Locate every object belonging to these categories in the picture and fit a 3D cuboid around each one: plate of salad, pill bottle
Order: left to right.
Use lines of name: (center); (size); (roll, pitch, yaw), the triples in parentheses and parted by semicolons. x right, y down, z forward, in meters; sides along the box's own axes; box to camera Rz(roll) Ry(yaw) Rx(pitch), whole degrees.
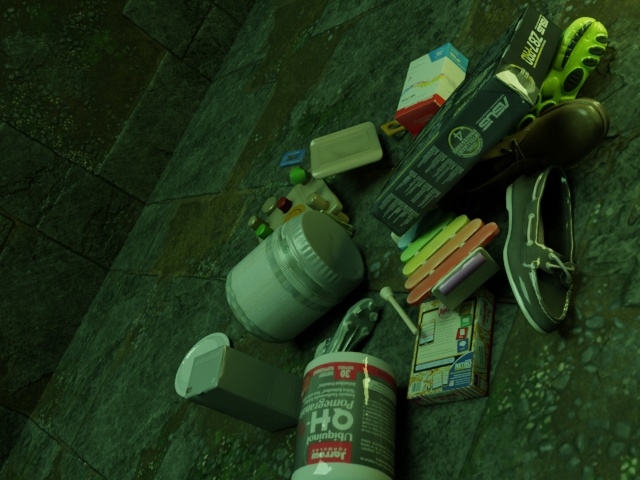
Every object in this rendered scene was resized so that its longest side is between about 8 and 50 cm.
plate of salad: (-0.315, 0.339, 1.946); (0.200, 0.048, 0.199); (-29, 34, 23)
pill bottle: (0.042, 0.369, 1.246); (0.176, 0.176, 0.318); (-32, 37, 37)

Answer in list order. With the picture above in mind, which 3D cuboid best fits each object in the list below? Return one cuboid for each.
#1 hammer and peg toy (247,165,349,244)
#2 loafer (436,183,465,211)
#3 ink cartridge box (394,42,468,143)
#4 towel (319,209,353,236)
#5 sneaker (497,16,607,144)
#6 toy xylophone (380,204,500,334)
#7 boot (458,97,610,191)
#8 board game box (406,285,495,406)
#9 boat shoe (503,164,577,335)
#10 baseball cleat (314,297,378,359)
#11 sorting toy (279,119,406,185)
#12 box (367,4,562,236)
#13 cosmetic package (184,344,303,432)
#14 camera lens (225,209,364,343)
hammer and peg toy: (-0.073, -0.082, 1.921); (0.266, 0.127, 0.361); (-49, 30, 13)
loafer: (0.267, -0.108, 1.518); (0.148, 0.050, 0.056); (-41, 32, 25)
ink cartridge box: (0.264, -0.346, 1.733); (0.134, 0.078, 0.230); (-18, 47, 49)
towel: (0.000, 0.000, 1.752); (0.148, 0.110, 0.027); (-50, 28, 18)
sneaker: (0.448, -0.293, 1.407); (0.295, 0.109, 0.123); (-53, 1, 14)
toy xylophone: (0.211, 0.046, 1.352); (0.236, 0.081, 0.323); (-45, 20, -1)
boot: (0.376, -0.156, 1.302); (0.115, 0.112, 0.305); (-27, 0, -39)
board game box: (0.232, 0.188, 1.276); (0.147, 0.045, 0.193); (-23, 43, 45)
boat shoe: (0.372, -0.001, 1.191); (0.095, 0.112, 0.335); (-38, 30, 38)
baseball cleat: (0.043, 0.205, 1.519); (0.205, 0.072, 0.109); (-57, 22, -8)
sorting toy: (0.067, -0.221, 1.832); (0.348, 0.047, 0.196); (-17, 32, 8)
box: (0.273, -0.224, 1.373); (0.395, 0.097, 0.318); (-49, 4, 44)
cosmetic package: (-0.151, 0.318, 1.523); (0.127, 0.238, 0.107); (-26, 41, 41)
camera lens: (-0.065, 0.088, 1.643); (0.274, 0.219, 0.219); (-41, 33, 26)
